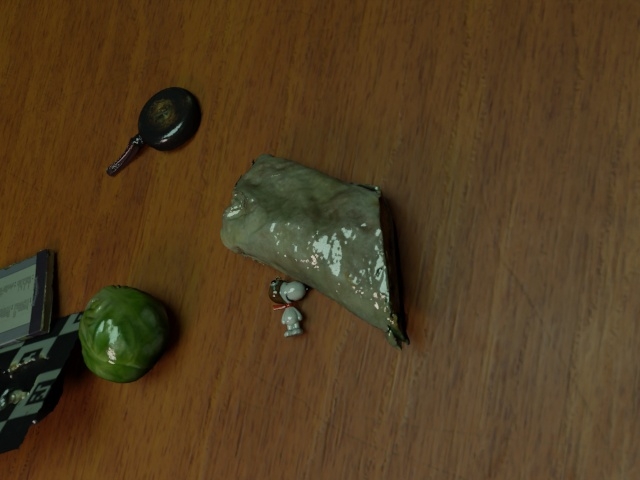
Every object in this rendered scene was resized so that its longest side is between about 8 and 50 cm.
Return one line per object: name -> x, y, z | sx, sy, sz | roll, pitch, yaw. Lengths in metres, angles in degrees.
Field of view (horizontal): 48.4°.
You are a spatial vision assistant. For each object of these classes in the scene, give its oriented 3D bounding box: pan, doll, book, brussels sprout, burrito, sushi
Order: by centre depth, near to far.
burrito -> 0.006, -0.011, 0.955 | 0.348, 0.107, 0.175 | 28, 93, 33
doll -> -0.047, 0.093, 0.997 | 0.058, 0.040, 0.085 | 3, 79, 19
brussels sprout -> -0.299, 0.138, 1.078 | 0.155, 0.117, 0.155 | -2, 86, 24
sushi -> -0.534, 0.286, 1.175 | 0.373, 0.100, 0.296 | -19, 33, 21
pan -> -0.294, -0.179, 1.198 | 0.212, 0.040, 0.114 | -34, 59, 17
book -> -0.565, 0.119, 1.266 | 0.231, 0.026, 0.157 | -19, 61, 22
